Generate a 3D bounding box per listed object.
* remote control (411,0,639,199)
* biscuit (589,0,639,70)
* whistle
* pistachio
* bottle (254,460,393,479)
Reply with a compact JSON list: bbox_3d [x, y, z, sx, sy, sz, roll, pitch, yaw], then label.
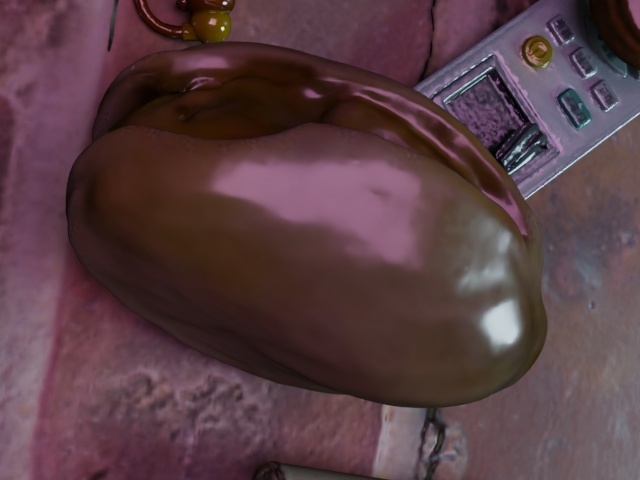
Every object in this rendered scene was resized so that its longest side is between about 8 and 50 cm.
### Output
[{"bbox_3d":[0.190,-0.130,0.727,0.293,0.051,0.103,-36,94,-17],"label":"remote control"},{"bbox_3d":[0.277,-0.327,0.721,0.368,0.076,0.394,-30,89,-20],"label":"biscuit"},{"bbox_3d":[-0.077,-0.170,0.632,0.057,0.046,0.109,2,94,-35],"label":"whistle"},{"bbox_3d":[0.000,0.000,0.603,0.288,0.197,0.166,24,37,-8],"label":"pistachio"},{"bbox_3d":[0.056,0.187,0.656,0.201,0.072,0.072,13,84,-20],"label":"bottle"}]
